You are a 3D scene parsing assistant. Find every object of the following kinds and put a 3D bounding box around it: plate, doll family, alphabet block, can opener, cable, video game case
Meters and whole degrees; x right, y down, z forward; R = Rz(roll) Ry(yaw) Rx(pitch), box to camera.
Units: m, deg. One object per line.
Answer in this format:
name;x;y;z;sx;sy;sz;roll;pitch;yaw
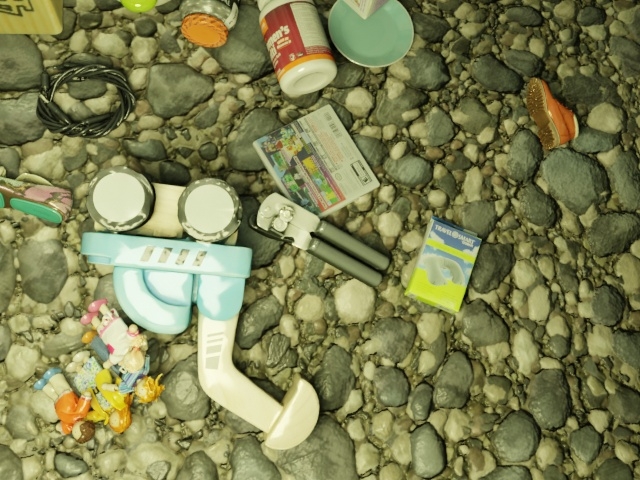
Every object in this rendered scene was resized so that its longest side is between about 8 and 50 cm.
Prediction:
plate;0.107;-0.452;1.458;0.188;0.024;0.188;3;75;-10
doll family;-0.345;0.225;1.136;0.163;0.118;0.263;45;110;20
alphabet block;-0.599;-0.518;1.268;0.194;0.197;0.192;-4;76;-10
can opener;0.000;0.000;1.299;0.280;0.093;0.074;28;75;-10
cable;-0.451;-0.268;1.306;0.185;0.047;0.150;7;75;-8
video game case;-0.008;-0.151;1.362;0.183;0.023;0.201;-29;83;-15

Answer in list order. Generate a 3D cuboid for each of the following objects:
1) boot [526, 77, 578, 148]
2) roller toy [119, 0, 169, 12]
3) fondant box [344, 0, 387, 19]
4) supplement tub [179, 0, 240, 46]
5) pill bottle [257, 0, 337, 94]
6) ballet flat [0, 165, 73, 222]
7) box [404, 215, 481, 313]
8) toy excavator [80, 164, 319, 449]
boot;0.502;-0.281;1.465;0.085;0.059;0.157;-17;87;-16
roller toy;-0.361;-0.583;1.350;0.191;0.146;0.209;-41;85;-17
fondant box;0.066;-0.668;1.456;0.238;0.096;0.330;-42;80;-18
supplement tub;-0.218;-0.496;1.368;0.117;0.117;0.190;9;74;-7
pill bottle;-0.054;-0.418;1.372;0.121;0.121;0.221;-16;79;-13
ballet flat;-0.563;-0.093;1.236;0.222;0.077;0.079;13;55;-11
box;0.246;0.043;1.343;0.109;0.042;0.178;22;74;-4
toy excavator;-0.204;0.120;1.188;0.433;0.222;0.444;7;88;-8
